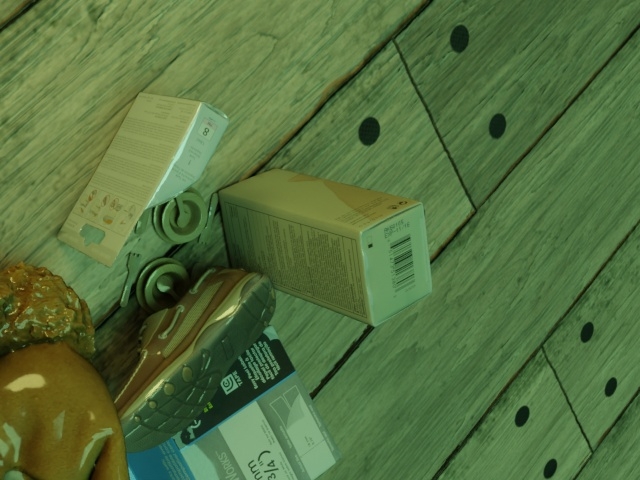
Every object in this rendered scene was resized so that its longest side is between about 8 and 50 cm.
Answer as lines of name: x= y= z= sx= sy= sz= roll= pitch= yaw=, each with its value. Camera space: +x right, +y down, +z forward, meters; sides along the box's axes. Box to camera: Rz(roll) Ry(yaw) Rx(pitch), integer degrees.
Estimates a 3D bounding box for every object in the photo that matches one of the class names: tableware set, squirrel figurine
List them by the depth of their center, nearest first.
squirrel figurine: x=-0.449 y=0.207 z=1.141 sx=0.370 sy=0.281 sz=0.397 roll=-6 pitch=93 yaw=-28
tableware set: x=-0.208 y=0.017 z=1.390 sx=0.128 sy=0.039 sz=0.194 roll=9 pitch=97 yaw=-41

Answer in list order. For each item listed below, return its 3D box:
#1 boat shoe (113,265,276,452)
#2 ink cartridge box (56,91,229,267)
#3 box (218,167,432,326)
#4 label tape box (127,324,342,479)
boat shoe: x=-0.194 y=0.155 z=1.333 sx=0.324 sy=0.116 sz=0.123 roll=-46 pitch=147 yaw=-34
ink cartridge box: x=-0.231 y=-0.078 z=1.244 sx=0.066 sy=0.189 sz=0.232 roll=28 pitch=84 yaw=-37
box: x=0.000 y=0.000 z=1.375 sx=0.121 sy=0.311 sz=0.148 roll=-26 pitch=120 yaw=-35
label tape box: x=-0.163 y=0.311 z=1.419 sx=0.334 sy=0.106 sz=0.240 roll=-31 pitch=97 yaw=-30
